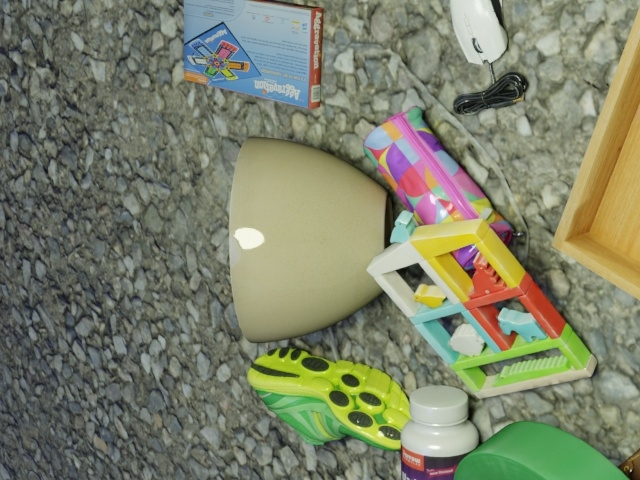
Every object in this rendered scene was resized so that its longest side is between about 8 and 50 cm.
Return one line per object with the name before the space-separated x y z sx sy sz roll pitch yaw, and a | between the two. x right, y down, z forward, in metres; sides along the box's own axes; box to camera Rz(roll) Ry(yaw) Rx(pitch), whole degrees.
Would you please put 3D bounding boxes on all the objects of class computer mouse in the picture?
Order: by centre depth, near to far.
computer mouse | 0.194 -0.255 1.472 0.106 0.042 0.193 -7 97 47

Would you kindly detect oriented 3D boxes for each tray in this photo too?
tray | 0.410 -0.126 1.271 0.203 0.076 0.411 36 124 33

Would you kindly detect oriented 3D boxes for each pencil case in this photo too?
pencil case | 0.154 -0.064 1.532 0.236 0.104 0.104 52 133 20

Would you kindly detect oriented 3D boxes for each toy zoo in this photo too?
toy zoo | 0.187 0.077 1.486 0.192 0.030 0.293 -20 117 46

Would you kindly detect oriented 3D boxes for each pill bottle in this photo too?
pill bottle | 0.163 0.303 1.623 0.108 0.108 0.194 12 110 43

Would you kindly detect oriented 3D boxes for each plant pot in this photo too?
plant pot | 0.000 0.000 1.618 0.191 0.284 0.284 0 105 9

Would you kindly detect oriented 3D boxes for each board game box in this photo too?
board game box | -0.106 -0.291 1.778 0.281 0.027 0.145 19 113 41

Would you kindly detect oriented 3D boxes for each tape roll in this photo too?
tape roll | 0.301 0.377 1.454 0.321 0.077 0.321 39 147 32

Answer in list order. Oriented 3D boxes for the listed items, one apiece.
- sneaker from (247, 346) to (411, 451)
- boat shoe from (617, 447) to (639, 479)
sneaker | 0.024 0.246 1.773 0.295 0.109 0.123 18 140 38
boat shoe | 0.384 0.295 1.432 0.064 0.060 0.178 51 132 22
